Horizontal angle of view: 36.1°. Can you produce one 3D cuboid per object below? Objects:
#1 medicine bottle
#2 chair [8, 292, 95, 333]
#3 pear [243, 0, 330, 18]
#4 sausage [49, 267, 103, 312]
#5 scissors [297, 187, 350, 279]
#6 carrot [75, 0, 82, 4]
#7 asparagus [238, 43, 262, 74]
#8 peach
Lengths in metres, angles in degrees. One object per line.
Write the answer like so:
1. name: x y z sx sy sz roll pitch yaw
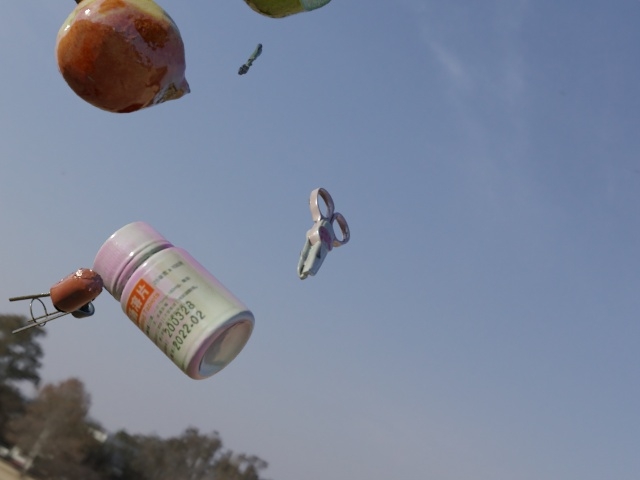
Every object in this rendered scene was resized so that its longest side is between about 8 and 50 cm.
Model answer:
1. medicine bottle: -0.362 0.141 2.404 0.388 0.219 0.219 41 -14 21
2. chair: -0.724 0.179 2.645 0.222 0.104 0.095 -12 -74 11
3. pear: -0.050 -0.509 1.620 0.176 0.281 0.286 24 20 19
4. sausage: -0.524 0.108 2.111 0.141 0.076 0.076 -27 -52 30
5. scissors: 0.000 0.000 1.769 0.030 0.242 0.118 -23 -67 25
6. carrot: -0.449 -0.600 2.014 0.241 0.341 0.241 56 -10 16
7. asparagus: -0.158 -0.415 2.253 0.023 0.233 0.022 -38 -76 22
8. peach: -0.355 -0.339 1.825 0.257 0.232 0.232 37 -20 -28
